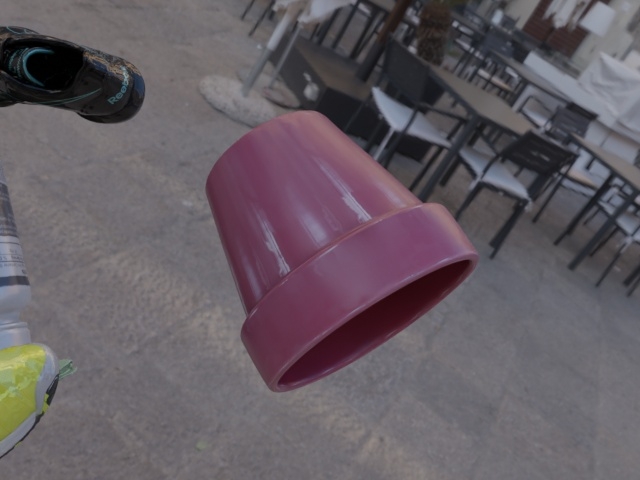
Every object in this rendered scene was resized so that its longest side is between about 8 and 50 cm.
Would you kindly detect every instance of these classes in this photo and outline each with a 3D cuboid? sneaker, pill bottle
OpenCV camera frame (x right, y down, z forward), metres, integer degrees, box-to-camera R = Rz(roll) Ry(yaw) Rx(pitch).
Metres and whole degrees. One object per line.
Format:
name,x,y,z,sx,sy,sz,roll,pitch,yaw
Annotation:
sneaker,-0.332,-0.200,0.761,0.267,0.101,0.106,10,-2,12
sneaker,-0.518,0.222,0.839,0.384,0.147,0.145,-23,46,-16
pill bottle,-0.574,0.031,1.064,0.204,0.204,0.361,-7,82,-54

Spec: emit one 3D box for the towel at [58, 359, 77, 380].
towel,-0.684,0.304,1.351,0.324,0.038,0.248,-7,9,10

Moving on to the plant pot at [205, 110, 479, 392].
plant pot,0.000,0.000,0.578,0.201,0.201,0.180,-8,59,-54
